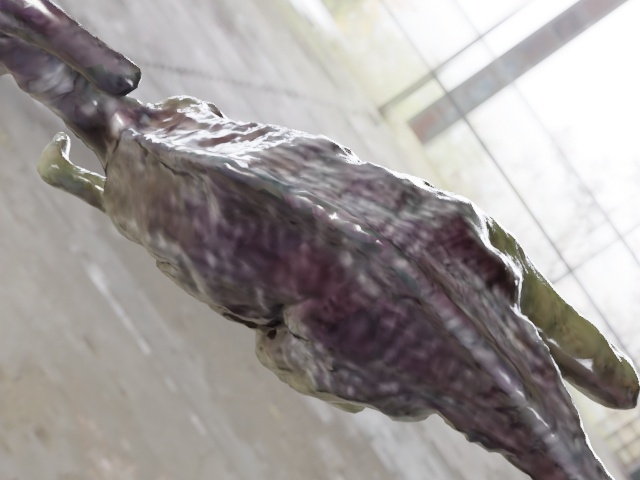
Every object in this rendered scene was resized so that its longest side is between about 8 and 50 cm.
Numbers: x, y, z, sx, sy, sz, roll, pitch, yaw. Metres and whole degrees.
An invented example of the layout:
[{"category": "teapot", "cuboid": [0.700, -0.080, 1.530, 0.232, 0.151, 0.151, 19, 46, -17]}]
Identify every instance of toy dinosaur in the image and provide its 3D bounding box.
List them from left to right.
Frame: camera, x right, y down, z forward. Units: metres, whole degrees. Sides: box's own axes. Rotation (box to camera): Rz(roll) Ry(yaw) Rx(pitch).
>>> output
[{"category": "toy dinosaur", "cuboid": [-0.005, 0.006, 0.540, 0.294, 0.077, 0.162, 27, -4, 3]}]
